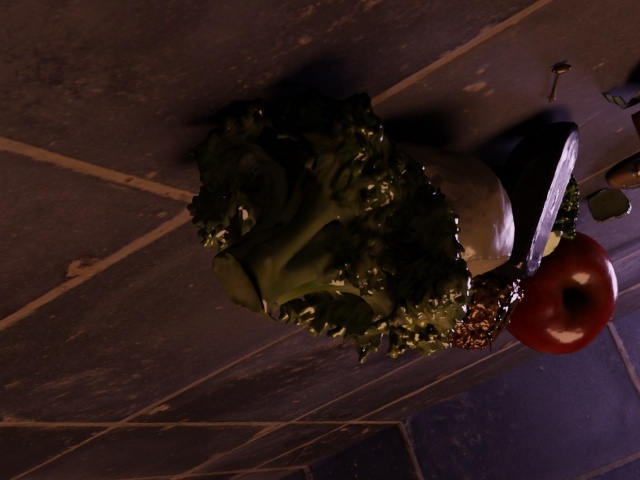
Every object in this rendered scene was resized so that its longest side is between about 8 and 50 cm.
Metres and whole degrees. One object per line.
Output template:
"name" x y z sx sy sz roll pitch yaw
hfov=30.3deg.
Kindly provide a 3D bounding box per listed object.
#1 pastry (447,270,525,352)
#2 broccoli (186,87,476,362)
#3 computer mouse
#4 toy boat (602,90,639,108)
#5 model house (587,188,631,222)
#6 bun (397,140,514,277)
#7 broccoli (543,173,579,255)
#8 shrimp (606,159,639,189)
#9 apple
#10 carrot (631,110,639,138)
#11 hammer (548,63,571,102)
"pastry" 0.253 0.074 2.123 0.274 0.275 0.193 -1 150 -47
"broccoli" 0.004 -0.017 1.460 0.317 0.339 0.277 3 161 -31
"computer mouse" 0.330 -0.071 1.895 0.100 0.269 0.170 20 -179 21
"toy boat" 0.586 -0.273 1.812 0.210 0.070 0.291 -13 169 -30
"model house" 0.581 -0.065 2.375 0.078 0.066 0.083 -24 163 13
"bun" 0.117 -0.029 1.748 0.359 0.211 0.360 -14 171 -2
"broccoli" 0.365 -0.053 2.052 0.195 0.156 0.195 -2 129 -2
"shrimp" 0.691 -0.138 2.295 0.289 0.075 0.178 -19 170 -9
"apple" 0.484 0.106 2.456 0.260 0.260 0.216 -18 -175 -11
"carrot" 0.640 -0.224 1.835 0.307 0.100 0.258 -29 -178 20
"hammer" 0.347 -0.230 1.740 0.029 0.014 0.123 -12 164 0
